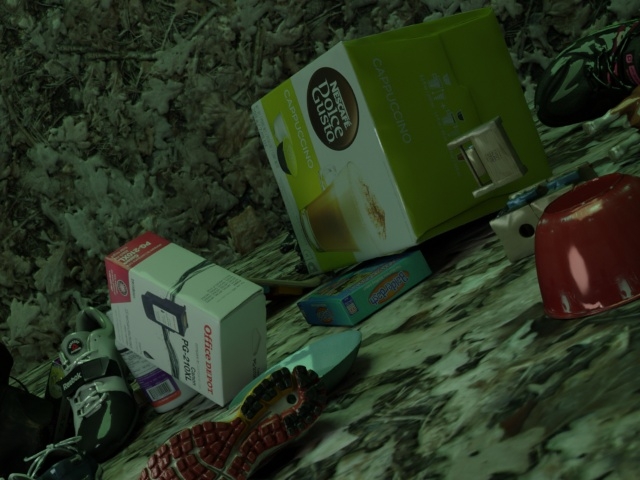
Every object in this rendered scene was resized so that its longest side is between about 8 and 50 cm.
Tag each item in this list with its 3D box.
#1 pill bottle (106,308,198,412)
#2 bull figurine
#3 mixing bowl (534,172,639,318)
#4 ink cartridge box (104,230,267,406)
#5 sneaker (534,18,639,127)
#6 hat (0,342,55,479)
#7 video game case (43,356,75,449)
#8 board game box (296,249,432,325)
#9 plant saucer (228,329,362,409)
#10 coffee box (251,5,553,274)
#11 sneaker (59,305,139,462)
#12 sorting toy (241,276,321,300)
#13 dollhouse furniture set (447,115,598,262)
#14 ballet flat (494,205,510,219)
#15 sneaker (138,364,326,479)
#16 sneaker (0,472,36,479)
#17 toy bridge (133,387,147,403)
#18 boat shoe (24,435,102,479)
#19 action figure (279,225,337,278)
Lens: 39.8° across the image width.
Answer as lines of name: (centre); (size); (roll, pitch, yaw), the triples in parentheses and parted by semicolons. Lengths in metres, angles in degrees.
pill bottle: (-0.281, 0.185, 1.505); (0.108, 0.193, 0.108); (-29, 6, 3)
bull figurine: (0.531, -0.200, 1.369); (0.188, 0.101, 0.310); (-34, 5, -6)
mixing bowl: (0.290, -0.006, 0.910); (0.181, 0.098, 0.181); (-30, 7, 4)
ink cartridge box: (-0.202, 0.115, 1.334); (0.237, 0.171, 0.100); (25, 41, 29)
sneaker: (0.648, -0.376, 1.854); (0.483, 0.185, 0.202); (-26, 3, 38)
hat: (-0.529, 0.337, 1.517); (0.134, 0.331, 0.331); (12, 4, -5)
video game case: (-0.452, 0.274, 1.713); (0.232, 0.042, 0.210); (-41, -27, -63)
board game box: (0.067, 0.080, 1.451); (0.160, 0.047, 0.210); (-31, 6, -19)
plant saucer: (-0.024, 0.179, 1.120); (0.195, 0.037, 0.195); (-29, 5, 3)
coffee box: (0.139, -0.169, 1.555); (0.338, 0.337, 0.334); (-21, 1, -32)
sneaker: (-0.391, 0.236, 1.499); (0.122, 0.146, 0.330); (-33, 30, 8)
sorting toy: (-0.128, 0.107, 1.897); (0.208, 0.038, 0.193); (0, -9, -28)
dollhouse furniture set: (0.287, -0.093, 1.207); (0.129, 0.183, 0.129); (-26, 7, 31)
ballet flat: (0.324, -0.044, 1.373); (0.173, 0.049, 0.057); (-29, -24, -46)
sneaker: (-0.090, 0.224, 0.950); (0.225, 0.088, 0.092); (-31, -14, -13)
sneaker: (-0.478, 0.409, 1.120); (0.292, 0.110, 0.118); (-29, -7, -24)
toy bridge: (-0.348, 0.298, 1.679); (0.188, 0.026, 0.063); (-35, 6, -39)
boat shoe: (-0.375, 0.333, 1.279); (0.095, 0.079, 0.254); (-31, 7, -14)
action figure: (0.000, 0.000, 1.908); (0.141, 0.164, 0.276); (-36, 2, -15)
